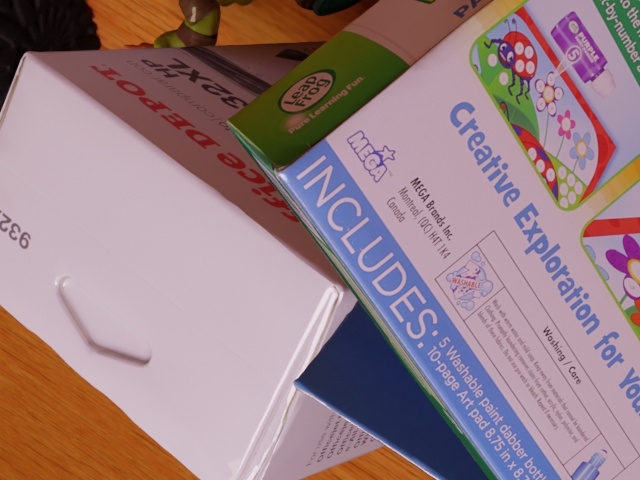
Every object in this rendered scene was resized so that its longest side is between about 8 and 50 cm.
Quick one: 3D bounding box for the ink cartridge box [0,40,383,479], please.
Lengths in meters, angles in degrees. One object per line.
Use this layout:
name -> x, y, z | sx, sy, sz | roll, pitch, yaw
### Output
ink cartridge box -> -0.005, -0.004, 0.917 | 0.223, 0.307, 0.129 | 37, 116, 26

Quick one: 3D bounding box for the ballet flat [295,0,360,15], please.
ballet flat -> 0.038, -0.194, 0.891 | 0.232, 0.080, 0.073 | -30, 80, 55

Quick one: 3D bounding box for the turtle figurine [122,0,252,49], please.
turtle figurine -> -0.088, -0.185, 1.002 | 0.269, 0.087, 0.217 | 67, 164, -16

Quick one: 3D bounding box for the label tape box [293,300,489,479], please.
label tape box -> 0.172, 0.011, 0.763 | 0.240, 0.334, 0.106 | 33, 127, 7

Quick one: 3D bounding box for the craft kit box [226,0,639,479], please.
craft kit box -> 0.133, -0.021, 0.583 | 0.250, 0.246, 0.061 | 55, 177, -31

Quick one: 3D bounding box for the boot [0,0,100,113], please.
boot -> -0.304, -0.178, 1.207 | 0.260, 0.131, 0.348 | 22, 143, 21
